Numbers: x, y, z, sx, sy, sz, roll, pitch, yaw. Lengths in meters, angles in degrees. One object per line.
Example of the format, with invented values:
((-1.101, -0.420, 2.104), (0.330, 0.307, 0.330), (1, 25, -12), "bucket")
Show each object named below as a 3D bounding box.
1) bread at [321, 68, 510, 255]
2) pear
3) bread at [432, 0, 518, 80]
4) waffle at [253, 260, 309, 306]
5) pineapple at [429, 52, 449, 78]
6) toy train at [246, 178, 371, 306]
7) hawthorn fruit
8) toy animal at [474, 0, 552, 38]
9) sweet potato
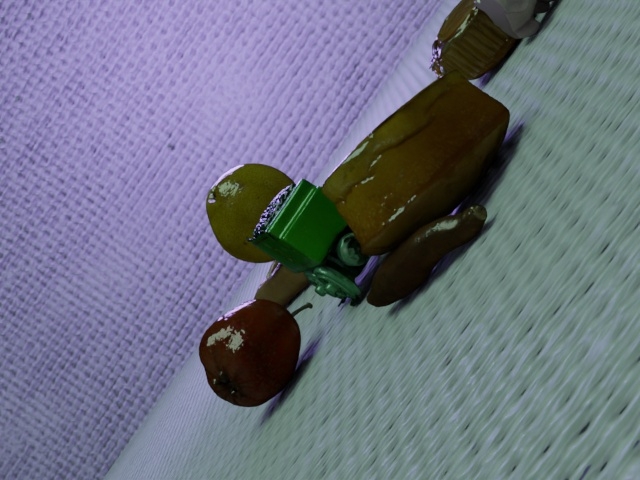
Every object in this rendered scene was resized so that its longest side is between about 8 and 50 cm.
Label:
((0.125, -0.095, 1.539), (0.269, 0.143, 0.195), (-41, -2, -33), "bread")
((-0.133, -0.061, 2.505), (0.209, 0.209, 0.209), (-54, 6, 8), "pear")
((0.273, -0.352, 2.060), (0.199, 0.104, 0.199), (-50, 9, 11), "bread")
((-0.008, -0.011, 2.547), (0.304, 0.077, 0.348), (-60, 7, -29), "waffle")
((0.279, -0.400, 2.426), (0.225, 0.076, 0.225), (-53, 8, 11), "pineapple")
((0.000, 0.000, 1.866), (0.132, 0.188, 0.243), (-57, 7, -10), "toy train")
((-0.071, 0.149, 1.967), (0.285, 0.165, 0.165), (-37, -9, -46), "hawthorn fruit")
((0.337, -0.419, 1.899), (0.212, 0.124, 0.124), (-50, 5, -10), "toy animal")
((0.114, 0.022, 1.458), (0.057, 0.057, 0.264), (-59, 7, -34), "sweet potato")
